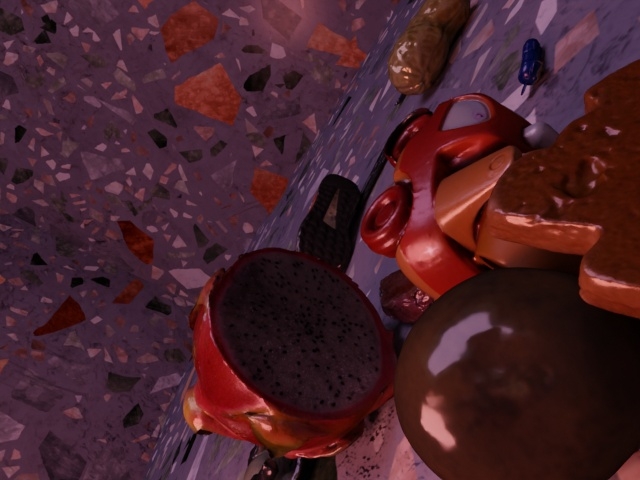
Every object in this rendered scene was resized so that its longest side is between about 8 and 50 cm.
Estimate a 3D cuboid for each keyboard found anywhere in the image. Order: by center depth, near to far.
[{"bbox_3d":[0.139,-0.170,1.399,0.204,0.013,0.061,-62,13,-8],"label":"keyboard"}]

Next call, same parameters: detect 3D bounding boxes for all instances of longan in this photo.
[{"bbox_3d":[0.146,0.104,0.402,0.187,0.168,0.167,-44,21,43],"label":"longan"}]

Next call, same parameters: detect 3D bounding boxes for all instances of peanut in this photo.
[{"bbox_3d":[0.270,-0.496,1.344,0.305,0.147,0.147,-60,11,-18],"label":"peanut"}]

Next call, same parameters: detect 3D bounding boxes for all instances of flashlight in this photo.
[{"bbox_3d":[0.325,-0.272,0.830,0.057,0.036,0.121,95,-166,-48],"label":"flashlight"}]

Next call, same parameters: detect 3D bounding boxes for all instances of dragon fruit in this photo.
[{"bbox_3d":[-0.060,0.182,0.785,0.225,0.306,0.305,-55,13,40],"label":"dragon fruit"}]

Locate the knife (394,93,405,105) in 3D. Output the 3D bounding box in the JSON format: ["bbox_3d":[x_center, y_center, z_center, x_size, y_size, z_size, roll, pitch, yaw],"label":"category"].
[{"bbox_3d":[0.248,-0.436,1.547,0.121,0.018,0.031,-60,10,13],"label":"knife"}]

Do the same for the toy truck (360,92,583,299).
[{"bbox_3d":[0.187,-0.050,0.552,0.239,0.189,0.264,-30,33,50],"label":"toy truck"}]

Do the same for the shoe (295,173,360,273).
[{"bbox_3d":[0.000,0.000,1.338,0.171,0.133,0.336,118,170,-51],"label":"shoe"}]

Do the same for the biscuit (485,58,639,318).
[{"bbox_3d":[0.255,-0.024,0.312,0.284,0.043,0.306,-26,39,12],"label":"biscuit"}]

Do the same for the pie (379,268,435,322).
[{"bbox_3d":[0.159,0.014,0.804,0.204,0.054,0.218,-45,20,53],"label":"pie"}]

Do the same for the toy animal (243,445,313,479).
[{"bbox_3d":[-0.077,0.373,0.896,0.225,0.094,0.121,-132,63,-76],"label":"toy animal"}]
